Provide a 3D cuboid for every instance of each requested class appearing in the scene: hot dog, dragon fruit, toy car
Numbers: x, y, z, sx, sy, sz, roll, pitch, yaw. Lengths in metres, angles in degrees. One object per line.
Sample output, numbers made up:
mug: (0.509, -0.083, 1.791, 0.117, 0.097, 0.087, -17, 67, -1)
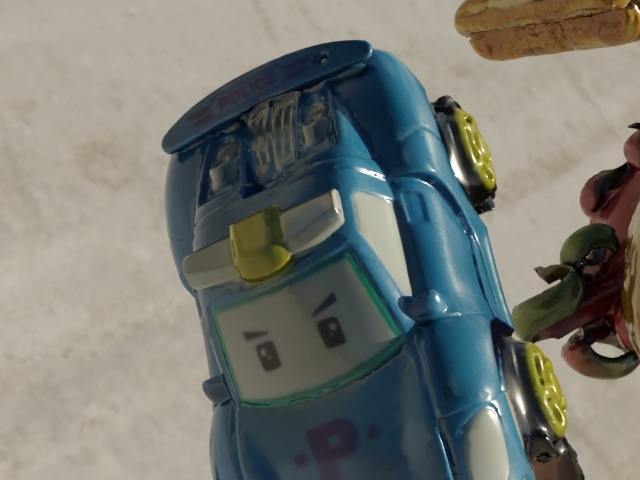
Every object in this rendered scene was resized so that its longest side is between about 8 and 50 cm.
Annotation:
hot dog: (0.241, -0.236, 1.302, 0.102, 0.249, 0.076, 44, 64, -29)
dragon fruit: (0.298, 0.016, 1.047, 0.273, 0.198, 0.218, -48, 125, -40)
toy car: (0.008, 0.036, 0.716, 0.166, 0.198, 0.314, 38, 35, -53)

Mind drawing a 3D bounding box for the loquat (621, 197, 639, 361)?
loquat: (0.295, 0.036, 0.855, 0.187, 0.234, 0.176, -3, 1, 4)

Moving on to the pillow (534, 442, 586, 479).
pillow: (0.132, 0.239, 0.836, 0.043, 0.126, 0.233, 37, 30, -21)
